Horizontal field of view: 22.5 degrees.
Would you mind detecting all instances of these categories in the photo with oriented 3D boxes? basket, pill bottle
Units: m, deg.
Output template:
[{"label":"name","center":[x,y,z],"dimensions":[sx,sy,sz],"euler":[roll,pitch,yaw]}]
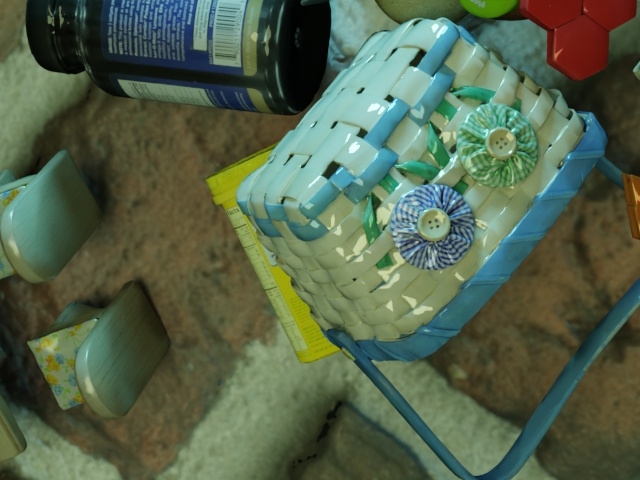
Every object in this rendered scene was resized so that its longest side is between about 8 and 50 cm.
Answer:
[{"label":"basket","center":[0.102,0.005,1.159],"dimensions":[0.289,0.201,0.255],"euler":[43,76,-23]},{"label":"pill bottle","center":[-0.112,-0.168,1.255],"dimensions":[0.219,0.123,0.123],"euler":[8,106,18]}]

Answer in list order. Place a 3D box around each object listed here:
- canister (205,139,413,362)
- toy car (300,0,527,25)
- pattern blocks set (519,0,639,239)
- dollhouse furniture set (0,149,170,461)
[{"label":"canister","center":[0.000,0.000,1.288],"dimensions":[0.126,0.073,0.170],"euler":[-23,96,20]},{"label":"toy car","center":[0.080,-0.215,1.176],"dimensions":[0.188,0.155,0.149],"euler":[-15,98,34]},{"label":"pattern blocks set","center":[0.312,-0.106,1.108],"dimensions":[0.285,0.026,0.325],"euler":[-35,99,-10]},{"label":"dollhouse furniture set","center":[-0.389,0.040,1.289],"dimensions":[0.362,0.256,0.394],"euler":[-18,110,21]}]
